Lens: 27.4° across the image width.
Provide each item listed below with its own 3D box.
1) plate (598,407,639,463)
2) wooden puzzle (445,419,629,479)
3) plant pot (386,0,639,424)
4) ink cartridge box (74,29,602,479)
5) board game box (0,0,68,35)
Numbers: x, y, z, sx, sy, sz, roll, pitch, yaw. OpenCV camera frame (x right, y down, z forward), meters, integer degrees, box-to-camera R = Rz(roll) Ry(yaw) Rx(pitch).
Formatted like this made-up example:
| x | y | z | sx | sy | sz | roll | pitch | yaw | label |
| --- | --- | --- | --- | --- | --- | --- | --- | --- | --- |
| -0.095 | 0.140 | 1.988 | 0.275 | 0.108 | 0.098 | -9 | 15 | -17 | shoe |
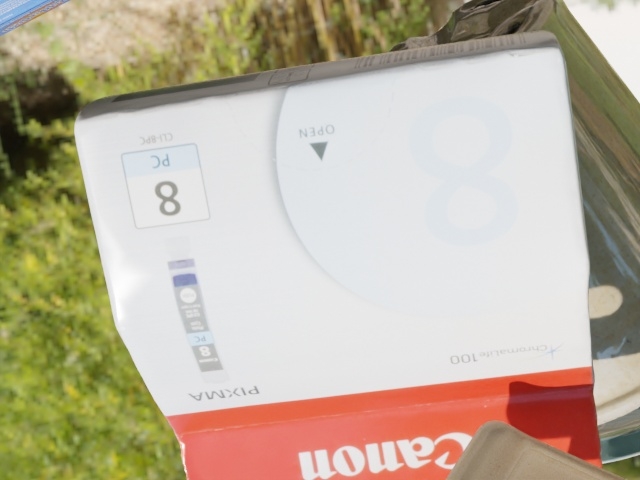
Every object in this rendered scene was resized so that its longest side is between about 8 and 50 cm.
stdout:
| x | y | z | sx | sy | sz | roll | pitch | yaw | label |
| --- | --- | --- | --- | --- | --- | --- | --- | --- | --- |
| 0.363 | 0.234 | 1.621 | 0.188 | 0.024 | 0.188 | -16 | -175 | 1 | plate |
| 0.156 | 0.246 | 0.800 | 0.238 | 0.044 | 0.221 | 24 | -118 | 25 | wooden puzzle |
| 0.184 | -0.047 | 1.177 | 0.333 | 0.305 | 0.334 | -30 | -160 | 12 | plant pot |
| 0.028 | 0.073 | 0.878 | 0.308 | 0.385 | 0.091 | -8 | -167 | 8 | ink cartridge box |
| -0.309 | -0.304 | 1.213 | 0.160 | 0.210 | 0.047 | -23 | -176 | 11 | board game box |
